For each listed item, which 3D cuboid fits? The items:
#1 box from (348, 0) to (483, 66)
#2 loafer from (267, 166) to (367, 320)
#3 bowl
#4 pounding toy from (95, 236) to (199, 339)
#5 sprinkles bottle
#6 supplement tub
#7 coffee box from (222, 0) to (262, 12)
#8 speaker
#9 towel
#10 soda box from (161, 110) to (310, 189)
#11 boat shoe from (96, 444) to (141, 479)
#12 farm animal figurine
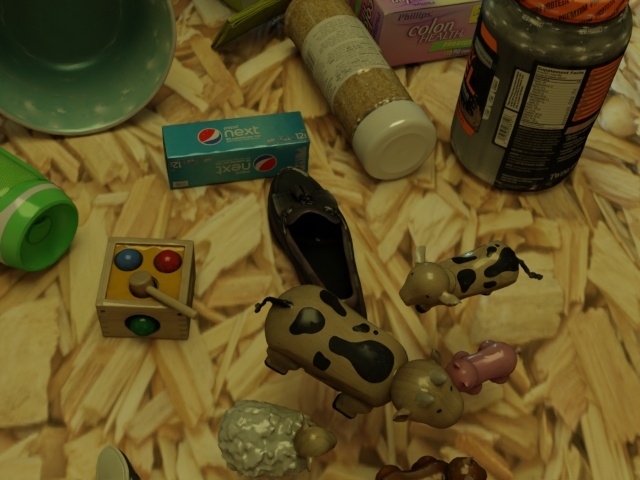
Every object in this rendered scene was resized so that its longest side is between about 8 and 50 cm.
[{"bbox_3d":[0.148,-0.432,1.518,0.214,0.117,0.243,-13,52,-20],"label":"box"},{"bbox_3d":[0.000,0.000,1.167,0.109,0.095,0.302,-10,52,-12],"label":"loafer"},{"bbox_3d":[-0.383,-0.332,1.306,0.312,0.311,0.163,-10,33,-13],"label":"bowl"},{"bbox_3d":[-0.210,0.064,1.092,0.130,0.100,0.141,2,50,-3],"label":"pounding toy"},{"bbox_3d":[0.055,-0.257,1.368,0.121,0.121,0.355,-15,54,-17],"label":"sprinkles bottle"},{"bbox_3d":[0.315,-0.249,1.246,0.207,0.338,0.207,3,50,-3],"label":"supplement tub"},{"bbox_3d":[-0.153,-0.674,1.518,0.338,0.337,0.334,39,70,24],"label":"coffee box"},{"bbox_3d":[-0.471,-0.075,1.167,0.296,0.131,0.131,30,54,18],"label":"speaker"},{"bbox_3d":[-0.080,-0.398,1.493,0.237,0.102,0.021,-35,90,-28],"label":"towel"},{"bbox_3d":[-0.125,-0.135,1.286,0.210,0.067,0.071,-8,51,-12],"label":"soda box"},{"bbox_3d":[-0.209,0.281,0.954,0.046,0.038,0.125,-48,53,12],"label":"boat shoe"},{"bbox_3d":[0.081,0.125,0.949,0.327,0.172,0.330,16,70,-5],"label":"farm animal figurine"}]
